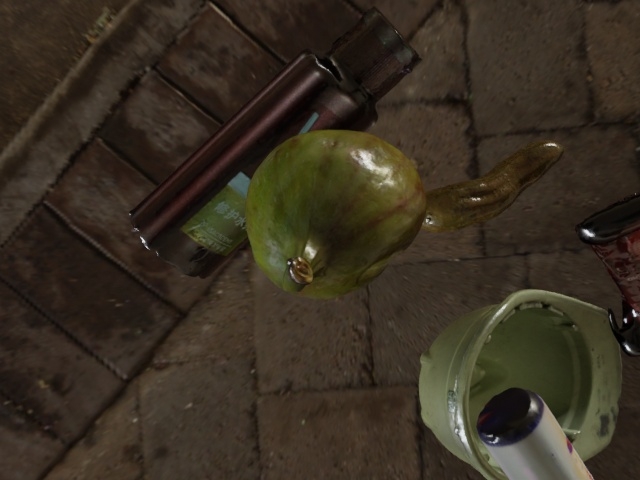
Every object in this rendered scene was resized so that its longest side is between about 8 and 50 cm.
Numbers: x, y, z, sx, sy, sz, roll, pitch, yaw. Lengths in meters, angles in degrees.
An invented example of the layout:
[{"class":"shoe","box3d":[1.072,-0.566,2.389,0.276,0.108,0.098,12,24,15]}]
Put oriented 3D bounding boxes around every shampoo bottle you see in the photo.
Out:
[{"class":"shampoo bottle","box3d":[-0.040,-0.097,1.099,0.323,0.129,0.084,-41,51,11]}]

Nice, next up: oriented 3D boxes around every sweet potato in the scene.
[{"class":"sweet potato","box3d":[0.167,-0.049,1.099,0.182,0.054,0.053,-23,128,-4]}]

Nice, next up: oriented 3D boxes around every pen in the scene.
[{"class":"pen","box3d":[0.141,0.163,0.490,0.033,0.033,0.269,-35,117,2]}]

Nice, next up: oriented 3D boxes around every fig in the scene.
[{"class":"fig","box3d":[0.000,0.000,0.829,0.149,0.245,0.149,4,113,11]}]

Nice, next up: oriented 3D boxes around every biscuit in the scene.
[{"class":"biscuit","box3d":[0.320,0.014,0.991,0.151,0.235,0.063,-22,47,13]}]

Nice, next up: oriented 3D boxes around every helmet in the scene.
[{"class":"helmet","box3d":[0.189,0.151,1.159,0.258,0.137,0.204,2,90,-40]}]
